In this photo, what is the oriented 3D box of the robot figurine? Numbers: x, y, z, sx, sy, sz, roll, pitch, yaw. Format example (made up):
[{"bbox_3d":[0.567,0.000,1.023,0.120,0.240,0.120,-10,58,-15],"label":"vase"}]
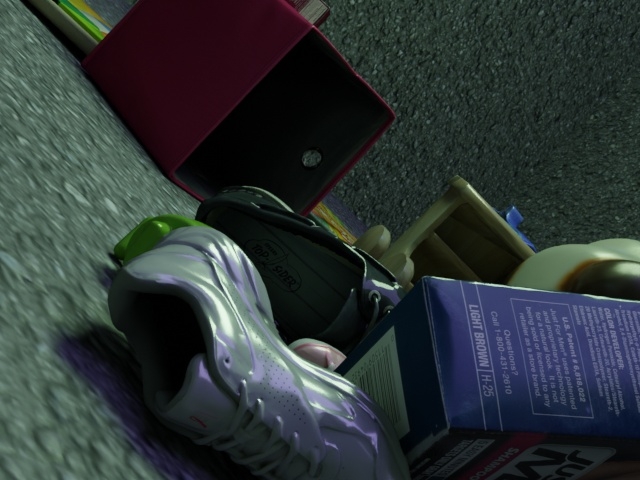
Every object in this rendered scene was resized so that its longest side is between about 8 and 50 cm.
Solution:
[{"bbox_3d":[-0.102,0.017,0.769,0.101,0.067,0.115,34,2,14],"label":"robot figurine"}]

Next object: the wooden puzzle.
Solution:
[{"bbox_3d":[-0.342,-0.311,1.525,0.221,0.044,0.239,42,4,5],"label":"wooden puzzle"}]

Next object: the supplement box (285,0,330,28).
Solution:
[{"bbox_3d":[-0.030,-0.336,1.455,0.083,0.043,0.055,44,2,-2],"label":"supplement box"}]

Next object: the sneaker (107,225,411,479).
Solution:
[{"bbox_3d":[-0.044,0.099,0.596,0.232,0.090,0.115,47,23,8],"label":"sneaker"}]

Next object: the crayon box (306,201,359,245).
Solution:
[{"bbox_3d":[0.000,0.000,1.648,0.202,0.081,0.318,43,5,-15],"label":"crayon box"}]

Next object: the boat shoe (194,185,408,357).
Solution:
[{"bbox_3d":[0.011,0.065,0.976,0.340,0.127,0.113,45,7,13],"label":"boat shoe"}]

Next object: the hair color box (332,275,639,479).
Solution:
[{"bbox_3d":[0.193,0.124,0.724,0.347,0.174,0.105,7,58,-21],"label":"hair color box"}]

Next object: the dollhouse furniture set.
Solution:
[{"bbox_3d":[0.180,0.106,1.257,0.362,0.256,0.394,44,5,-16],"label":"dollhouse furniture set"}]

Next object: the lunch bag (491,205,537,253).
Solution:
[{"bbox_3d":[0.210,0.063,1.625,0.138,0.293,0.221,44,5,-20],"label":"lunch bag"}]

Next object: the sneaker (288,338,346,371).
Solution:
[{"bbox_3d":[0.024,0.141,0.888,0.134,0.051,0.070,48,-1,-21],"label":"sneaker"}]

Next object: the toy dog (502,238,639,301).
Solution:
[{"bbox_3d":[0.320,0.182,1.013,0.408,0.395,0.284,54,-29,-5],"label":"toy dog"}]

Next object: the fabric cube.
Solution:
[{"bbox_3d":[-0.108,-0.196,1.387,0.258,0.254,0.259,47,6,35],"label":"fabric cube"}]
